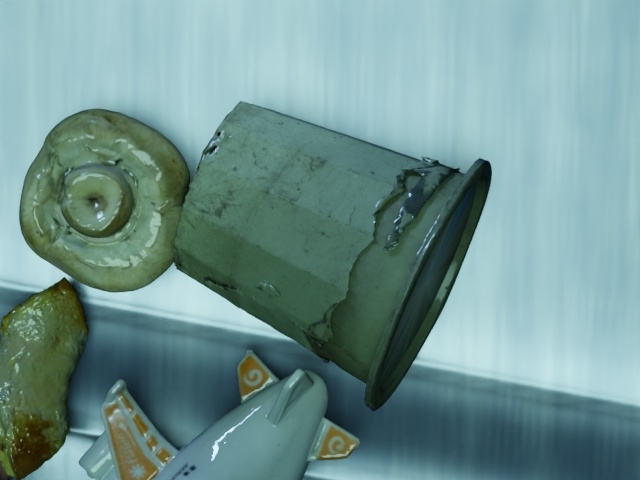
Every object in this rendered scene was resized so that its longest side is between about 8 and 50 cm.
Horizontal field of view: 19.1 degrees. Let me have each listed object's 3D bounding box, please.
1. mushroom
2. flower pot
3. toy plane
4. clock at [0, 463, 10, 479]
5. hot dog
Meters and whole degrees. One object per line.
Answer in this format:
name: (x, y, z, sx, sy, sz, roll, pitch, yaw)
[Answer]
mushroom: (-0.169, -0.031, 1.503, 0.148, 0.112, 0.148, 0, 86, 4)
flower pot: (0.000, 0.000, 1.461, 0.202, 0.212, 0.212, 22, 96, 9)
toy plane: (-0.080, 0.201, 1.505, 0.244, 0.117, 0.245, -2, 76, 6)
clock: (-0.317, 0.276, 1.474, 0.142, 0.241, 0.227, -9, 95, 7)
hot dog: (-0.236, 0.113, 1.541, 0.078, 0.061, 0.169, 26, 70, -35)
